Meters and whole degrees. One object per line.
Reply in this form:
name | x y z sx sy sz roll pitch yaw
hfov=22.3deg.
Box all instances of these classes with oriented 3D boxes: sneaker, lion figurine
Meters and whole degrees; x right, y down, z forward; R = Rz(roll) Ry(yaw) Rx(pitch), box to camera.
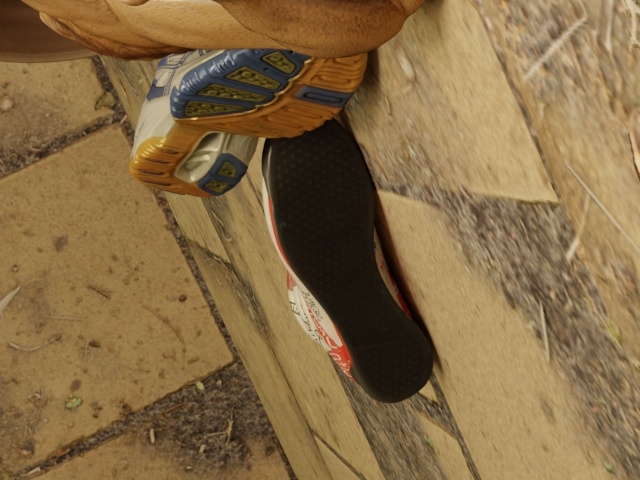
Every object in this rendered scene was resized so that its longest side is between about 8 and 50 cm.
sneaker | -0.062 -0.135 1.179 0.296 0.112 0.131 -28 51 56
sneaker | -0.001 0.001 1.341 0.270 0.090 0.145 66 168 -26
lion figurine | -0.059 -0.159 0.944 0.392 0.142 0.240 24 -178 41

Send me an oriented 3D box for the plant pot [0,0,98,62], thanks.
plant pot | -0.248 -0.317 1.465 0.263 0.263 0.229 97 164 -73
